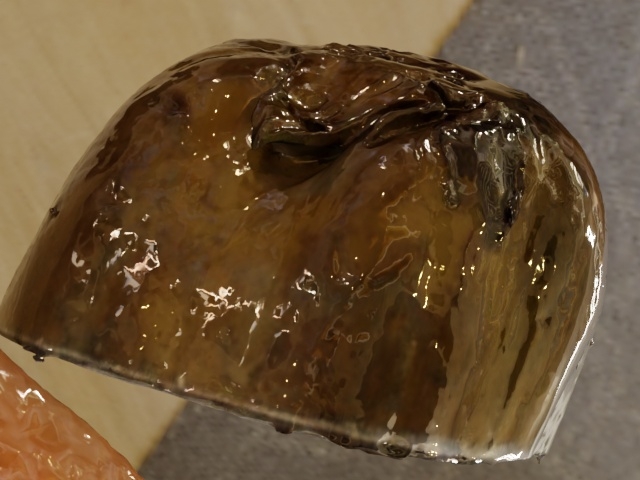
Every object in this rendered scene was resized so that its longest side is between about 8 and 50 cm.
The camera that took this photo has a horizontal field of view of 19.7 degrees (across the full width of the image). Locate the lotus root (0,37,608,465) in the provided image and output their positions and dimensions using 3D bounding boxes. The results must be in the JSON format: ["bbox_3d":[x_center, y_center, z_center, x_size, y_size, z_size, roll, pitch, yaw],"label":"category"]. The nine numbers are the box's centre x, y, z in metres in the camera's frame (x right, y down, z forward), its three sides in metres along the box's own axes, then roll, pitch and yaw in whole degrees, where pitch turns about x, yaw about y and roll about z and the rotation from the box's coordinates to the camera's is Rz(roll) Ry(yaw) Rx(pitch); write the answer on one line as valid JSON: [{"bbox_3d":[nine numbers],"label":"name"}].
[{"bbox_3d":[0.000,0.000,0.844,0.272,0.272,0.192,14,97,-34],"label":"lotus root"}]

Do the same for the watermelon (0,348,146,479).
[{"bbox_3d":[-0.052,0.129,0.266,0.159,0.128,0.303,-44,92,-2],"label":"watermelon"}]
